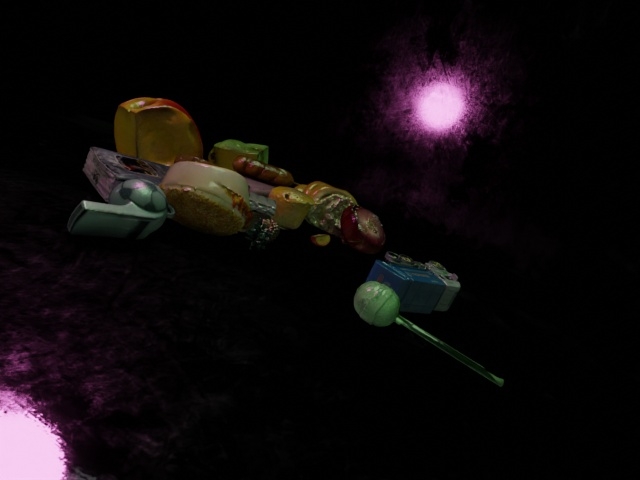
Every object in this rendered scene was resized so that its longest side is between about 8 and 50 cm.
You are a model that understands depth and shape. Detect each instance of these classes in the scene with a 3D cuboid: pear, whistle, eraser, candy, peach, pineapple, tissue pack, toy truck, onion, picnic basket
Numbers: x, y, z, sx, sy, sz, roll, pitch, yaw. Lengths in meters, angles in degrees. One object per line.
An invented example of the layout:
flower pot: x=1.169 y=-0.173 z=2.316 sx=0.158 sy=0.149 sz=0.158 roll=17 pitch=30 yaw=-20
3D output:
pear: x=-0.452 y=-0.418 z=2.563 sx=0.318 sy=0.238 sz=0.342 roll=9 pitch=18 yaw=2
whistle: x=-0.501 y=-0.089 z=1.225 sx=0.163 sy=0.163 sz=0.289 roll=31 pitch=15 yaw=36
eraser: x=-0.319 y=-0.222 z=2.172 sx=0.272 sy=0.122 sz=0.359 roll=25 pitch=12 yaw=25
candy: x=0.279 y=0.254 z=1.250 sx=0.440 sy=0.119 sz=0.119 roll=33 pitch=15 yaw=12
peach: x=0.000 y=0.000 z=1.904 sx=0.077 sy=0.050 sz=0.083 roll=-1 pitch=1 yaw=6
pineapple: x=-0.188 y=-0.030 z=1.607 sx=0.083 sy=0.103 sz=0.221 roll=34 pitch=12 yaw=0
tissue pack: x=-0.577 y=-0.189 z=1.602 sx=0.361 sy=0.122 sz=0.259 roll=11 pitch=19 yaw=-47
toy truck: x=0.305 y=0.148 z=1.587 sx=0.367 sy=0.146 sz=0.175 roll=9 pitch=25 yaw=-36
onion: x=0.183 y=-0.045 z=2.111 sx=0.248 sy=0.248 sz=0.161 roll=10 pitch=-22 yaw=-41
peach: x=-0.644 y=-0.387 z=1.916 sx=0.306 sy=0.380 sz=0.242 roll=-20 pitch=37 yaw=-31
picnic basket: x=-0.270 y=-0.085 z=1.755 sx=0.115 sy=0.079 sz=0.164 roll=27 pitch=13 yaw=29

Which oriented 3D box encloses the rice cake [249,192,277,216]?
rice cake: x=-0.223 y=-0.140 z=1.791 sx=0.124 sy=0.038 sz=0.211 roll=17 pitch=12 yaw=-15

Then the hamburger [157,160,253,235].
hamburger: x=-0.348 y=-0.116 z=1.435 sx=0.294 sy=0.179 sz=0.276 roll=11 pitch=-17 yaw=-4

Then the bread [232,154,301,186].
bread: x=-0.246 y=-0.319 z=2.231 sx=0.344 sy=0.084 sz=0.124 roll=16 pitch=12 yaw=-20

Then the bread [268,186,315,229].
bread: x=-0.133 y=-0.140 z=2.002 sx=0.197 sy=0.170 sz=0.197 roll=22 pitch=12 yaw=-5

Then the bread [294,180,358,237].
bread: x=0.027 y=-0.168 z=2.237 sx=0.315 sy=0.211 sz=0.270 roll=28 pitch=8 yaw=-33

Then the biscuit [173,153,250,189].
biscuit: x=-0.385 y=-0.233 z=1.709 sx=0.296 sy=0.075 sz=0.296 roll=28 pitch=10 yaw=-5
